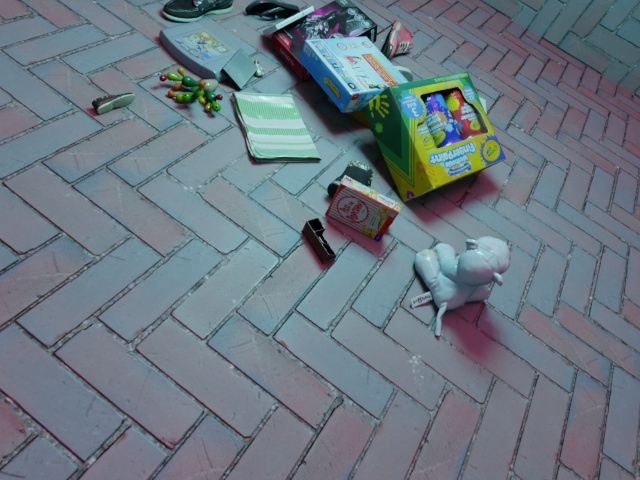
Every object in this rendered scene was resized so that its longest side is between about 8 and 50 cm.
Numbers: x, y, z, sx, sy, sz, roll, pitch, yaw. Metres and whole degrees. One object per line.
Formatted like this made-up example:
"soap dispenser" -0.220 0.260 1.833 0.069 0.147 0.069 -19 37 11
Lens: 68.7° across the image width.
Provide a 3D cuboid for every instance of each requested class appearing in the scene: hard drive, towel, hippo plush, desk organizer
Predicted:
"hard drive" -0.295 -0.627 1.715 0.094 0.022 0.135 46 54 -28
"towel" -0.159 -0.397 1.625 0.248 0.038 0.324 -6 56 -27
"hippo plush" 0.404 0.072 1.355 0.294 0.236 0.234 -24 66 -35
"desk organizer" 0.000 0.000 1.368 0.047 0.050 0.130 -17 62 -32

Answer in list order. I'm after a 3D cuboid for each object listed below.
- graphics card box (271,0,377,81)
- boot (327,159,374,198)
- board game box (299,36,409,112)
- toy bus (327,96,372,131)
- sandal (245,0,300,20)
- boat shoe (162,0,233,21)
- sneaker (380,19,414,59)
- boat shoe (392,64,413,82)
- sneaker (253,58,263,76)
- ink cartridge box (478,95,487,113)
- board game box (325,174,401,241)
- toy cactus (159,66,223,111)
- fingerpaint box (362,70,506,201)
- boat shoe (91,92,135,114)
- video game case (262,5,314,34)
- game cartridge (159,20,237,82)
"graphics card box" 0.017 -0.823 1.902 0.371 0.094 0.232 -32 66 -12
"boot" 0.157 -0.162 1.540 0.237 0.085 0.178 30 46 2
"board game box" 0.129 -0.625 1.743 0.302 0.086 0.308 -19 64 -33
"toy bus" 0.200 -0.518 1.821 0.333 0.108 0.130 34 49 5
"sandal" -0.202 -1.003 2.055 0.255 0.097 0.054 -10 85 -28
"boat shoe" -0.486 -0.975 1.893 0.340 0.113 0.127 -29 69 -37
"sneaker" 0.380 -0.945 2.230 0.136 0.116 0.313 25 48 -4
"boat shoe" 0.215 -0.715 1.964 0.341 0.127 0.158 -8 59 -22
"sneaker" -0.239 -0.663 1.809 0.037 0.032 0.083 8 56 -32
"ink cartridge box" 0.610 -0.544 2.023 0.189 0.097 0.255 21 50 -7
"board game box" 0.128 -0.095 1.433 0.194 0.146 0.045 27 48 0
"toy cactus" -0.411 -0.519 1.585 0.219 0.112 0.180 26 38 9
"fingerpaint box" 0.422 -0.384 1.689 0.445 0.163 0.370 -22 88 -35
"boat shoe" -0.636 -0.432 1.445 0.133 0.049 0.042 -36 81 -34
"video game case" -0.133 -0.885 1.892 0.173 0.022 0.190 -33 26 -11
"game cartridge" -0.441 -0.702 1.739 0.297 0.062 0.198 40 45 10
